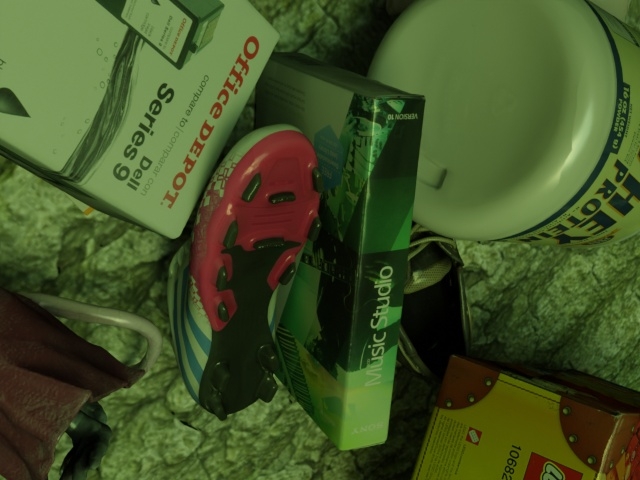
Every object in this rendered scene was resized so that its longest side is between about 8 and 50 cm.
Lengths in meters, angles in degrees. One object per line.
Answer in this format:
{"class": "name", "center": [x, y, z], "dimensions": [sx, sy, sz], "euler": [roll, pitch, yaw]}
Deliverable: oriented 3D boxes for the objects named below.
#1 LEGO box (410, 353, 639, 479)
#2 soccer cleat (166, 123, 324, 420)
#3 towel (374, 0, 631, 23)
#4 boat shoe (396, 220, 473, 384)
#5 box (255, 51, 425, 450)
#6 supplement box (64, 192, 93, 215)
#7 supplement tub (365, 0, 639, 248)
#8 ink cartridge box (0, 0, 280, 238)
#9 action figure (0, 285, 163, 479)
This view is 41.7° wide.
{"class": "LEGO box", "center": [0.236, 0.403, 0.973], "dimensions": [0.372, 0.193, 0.500], "euler": [16, 91, -53]}
{"class": "soccer cleat", "center": [-0.092, 0.021, 0.778], "dimensions": [0.116, 0.143, 0.331], "euler": [-15, 134, -34]}
{"class": "towel", "center": [0.219, -0.378, 0.856], "dimensions": [0.317, 0.053, 0.331], "euler": [0, 109, -25]}
{"class": "boat shoe", "center": [0.098, 0.005, 0.904], "dimensions": [0.132, 0.130, 0.355], "euler": [-30, 120, -12]}
{"class": "box", "center": [0.000, 0.000, 0.796], "dimensions": [0.058, 0.232, 0.322], "euler": [-7, 112, -25]}
{"class": "supplement box", "center": [-0.227, -0.080, 0.770], "dimensions": [0.062, 0.036, 0.098], "euler": [-41, 123, -6]}
{"class": "supplement tub", "center": [0.221, -0.110, 0.817], "dimensions": [0.325, 0.235, 0.235], "euler": [4, 110, -49]}
{"class": "ink cartridge box", "center": [-0.188, -0.158, 0.639], "dimensions": [0.289, 0.122, 0.211], "euler": [36, 76, -50]}
{"class": "action figure", "center": [-0.315, 0.047, 0.694], "dimensions": [0.370, 0.275, 0.248], "euler": [42, 128, -6]}
